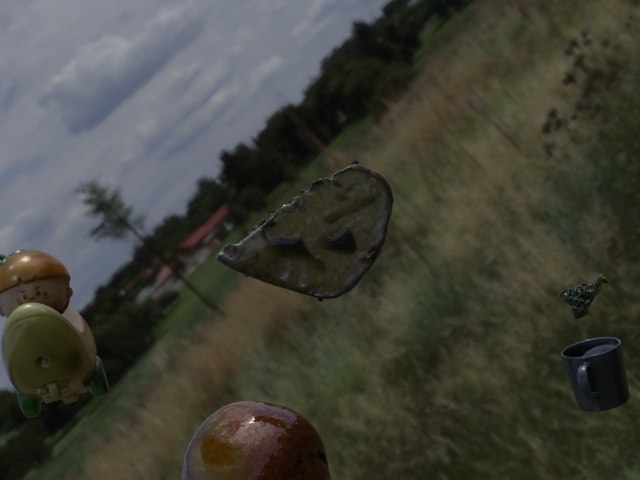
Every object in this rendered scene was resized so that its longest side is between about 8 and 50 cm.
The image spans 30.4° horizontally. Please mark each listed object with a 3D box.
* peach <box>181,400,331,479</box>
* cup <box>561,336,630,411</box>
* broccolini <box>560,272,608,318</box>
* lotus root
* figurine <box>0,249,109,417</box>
[{"bbox_3d":[-0.094,0.346,1.706,0.231,0.231,0.231,-45,3,3],"label":"peach"},{"bbox_3d":[0.352,0.177,1.510,0.078,0.077,0.100,-11,9,32],"label":"cup"},{"bbox_3d":[0.445,0.078,1.905,0.052,0.054,0.194,-44,-14,32],"label":"broccolini"},{"bbox_3d":[0.000,0.000,1.704,0.260,0.170,0.074,-41,4,-9],"label":"lotus root"},{"bbox_3d":[-0.381,0.118,1.618,0.124,0.222,0.324,-14,-10,-8],"label":"figurine"}]
